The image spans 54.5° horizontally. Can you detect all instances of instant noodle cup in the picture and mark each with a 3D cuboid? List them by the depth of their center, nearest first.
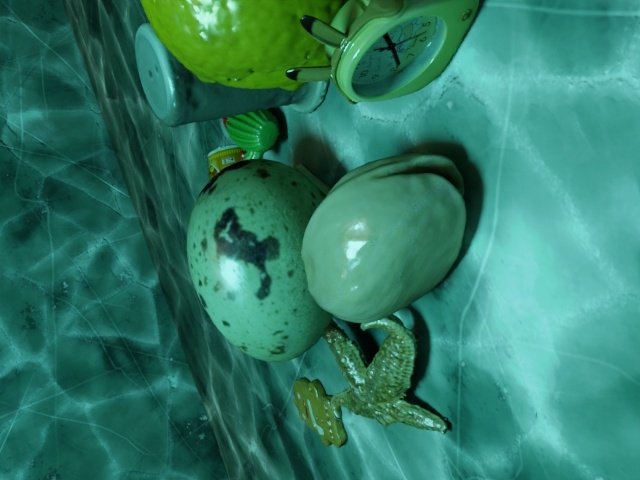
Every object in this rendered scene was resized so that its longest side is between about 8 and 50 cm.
[{"bbox_3d":[-0.193,-0.124,1.470,0.168,0.168,0.185,-23,79,64],"label":"instant noodle cup"}]

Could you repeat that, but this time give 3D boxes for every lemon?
[{"bbox_3d":[-0.084,-0.390,0.838,0.349,0.349,0.388,32,140,52],"label":"lemon"}]

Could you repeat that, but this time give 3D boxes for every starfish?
[{"bbox_3d":[0.076,0.255,1.245,0.324,0.082,0.432,64,156,-9],"label":"starfish"}]

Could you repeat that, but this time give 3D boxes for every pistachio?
[{"bbox_3d":[0.094,0.000,0.940,0.226,0.208,0.332,26,130,-5],"label":"pistachio"}]

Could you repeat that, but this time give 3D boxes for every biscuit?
[{"bbox_3d":[-0.012,0.441,1.614,0.248,0.035,0.184,15,120,60],"label":"biscuit"}]

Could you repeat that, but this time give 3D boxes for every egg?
[{"bbox_3d":[-0.100,0.037,1.162,0.287,0.287,0.380,16,119,59],"label":"egg"}]

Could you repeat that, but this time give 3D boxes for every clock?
[{"bbox_3d":[0.073,-0.245,0.763,0.069,0.231,0.170,61,151,19],"label":"clock"}]

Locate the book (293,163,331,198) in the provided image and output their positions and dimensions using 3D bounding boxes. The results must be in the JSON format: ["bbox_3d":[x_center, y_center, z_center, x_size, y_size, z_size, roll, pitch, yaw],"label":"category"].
[{"bbox_3d":[0.000,0.000,1.301,0.202,0.027,0.264,44,143,40],"label":"book"}]

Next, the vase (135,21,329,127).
[{"bbox_3d":[-0.162,-0.314,1.114,0.245,0.291,0.245,41,142,42],"label":"vase"}]

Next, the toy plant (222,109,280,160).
[{"bbox_3d":[-0.157,-0.266,1.371,0.155,0.088,0.240,-63,37,35],"label":"toy plant"}]
